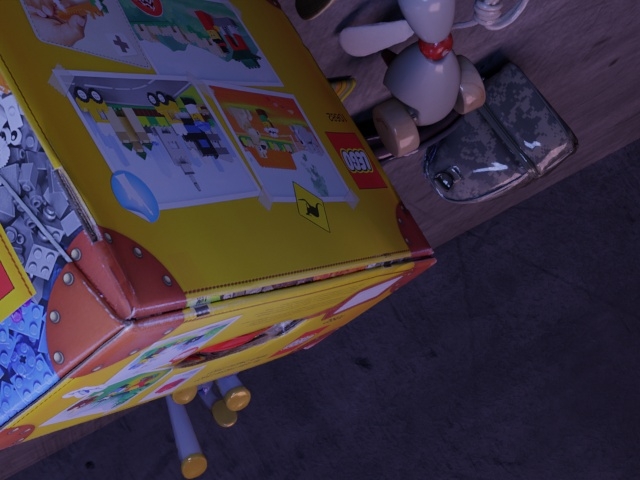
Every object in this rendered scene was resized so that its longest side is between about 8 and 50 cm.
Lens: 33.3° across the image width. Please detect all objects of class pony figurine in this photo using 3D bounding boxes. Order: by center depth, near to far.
[{"bbox_3d":[-0.236,0.118,1.605,0.302,0.363,0.351,-19,138,-19],"label":"pony figurine"}]

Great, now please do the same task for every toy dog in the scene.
[{"bbox_3d":[0.129,-0.271,1.453,0.220,0.161,0.334,-22,150,-28],"label":"toy dog"}]

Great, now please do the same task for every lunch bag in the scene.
[{"bbox_3d":[0.325,-0.177,2.010,0.256,0.213,0.305,-40,175,13],"label":"lunch bag"}]

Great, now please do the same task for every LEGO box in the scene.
[{"bbox_3d":[-0.154,-0.069,0.917,0.193,0.373,0.500,-36,167,25],"label":"LEGO box"}]

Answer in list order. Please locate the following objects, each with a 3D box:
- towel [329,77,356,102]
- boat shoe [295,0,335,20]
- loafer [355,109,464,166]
[{"bbox_3d":[-0.049,-0.193,1.546,0.237,0.021,0.102,-16,155,-49],"label":"towel"},{"bbox_3d":[0.023,-0.298,1.205,0.045,0.050,0.135,-11,157,-46],"label":"boat shoe"},{"bbox_3d":[0.113,-0.185,1.807,0.302,0.095,0.109,-30,-157,-20],"label":"loafer"}]
